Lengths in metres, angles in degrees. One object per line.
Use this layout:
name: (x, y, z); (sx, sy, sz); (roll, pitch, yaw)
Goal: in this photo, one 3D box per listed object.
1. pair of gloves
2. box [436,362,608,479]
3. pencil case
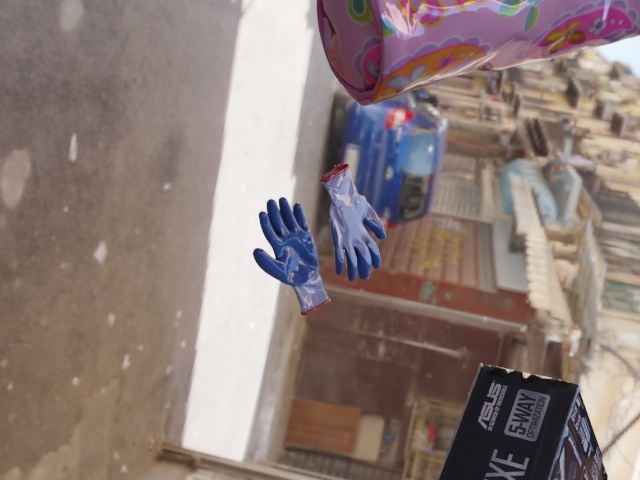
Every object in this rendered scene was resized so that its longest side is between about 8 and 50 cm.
pair of gloves: (0.000, 0.000, 1.161); (0.198, 0.023, 0.159); (-30, 107, -31)
box: (0.150, 0.276, 0.669); (0.242, 0.076, 0.307); (-63, 143, -27)
pencil case: (0.141, -0.191, 0.698); (0.124, 0.284, 0.124); (163, -90, -73)
